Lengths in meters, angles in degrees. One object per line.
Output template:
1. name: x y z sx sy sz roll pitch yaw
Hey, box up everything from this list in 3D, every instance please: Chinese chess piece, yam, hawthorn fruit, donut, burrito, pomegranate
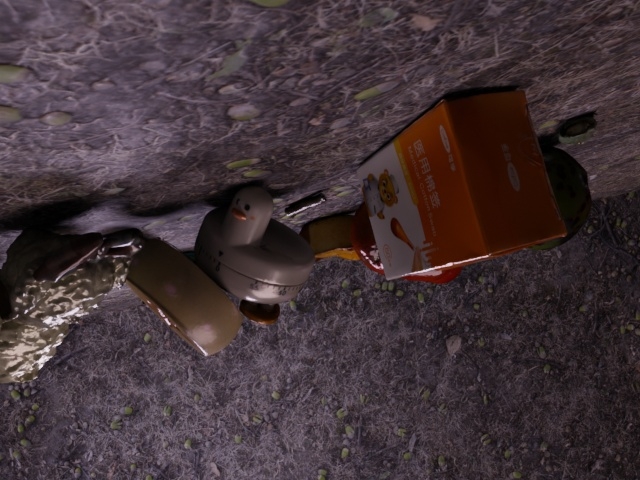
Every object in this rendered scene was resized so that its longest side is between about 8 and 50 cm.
1. Chinese chess piece: -0.263 0.108 1.111 0.097 0.251 0.251 -47 -174 -20
2. yam: -0.027 -0.078 1.281 0.033 0.027 0.129 30 149 -33
3. hawthorn fruit: 0.172 -0.003 1.504 0.207 0.207 0.243 -13 165 -5
4. donut: 0.000 0.000 1.672 0.151 0.112 0.295 1 166 -44
5. burrito: 0.503 -0.212 1.156 0.074 0.044 0.118 -20 168 18
6. pomegranate: 0.440 -0.106 1.318 0.305 0.242 0.242 16 -177 18

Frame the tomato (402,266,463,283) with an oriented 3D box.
1. tomato: 0.276 0.006 1.725 0.298 0.226 0.298 10 -178 0

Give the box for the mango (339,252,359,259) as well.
1. mango: 0.083 0.008 1.840 0.144 0.112 0.219 13 -172 25

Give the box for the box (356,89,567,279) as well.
1. box: 0.204 -0.071 0.944 0.143 0.225 0.341 -14 175 -18

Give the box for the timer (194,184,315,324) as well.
1. timer: -0.119 0.005 1.125 0.233 0.240 0.233 22 -162 -8

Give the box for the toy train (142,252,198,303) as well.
1. toy train: -0.428 0.100 1.668 0.203 0.112 0.163 -8 166 -44

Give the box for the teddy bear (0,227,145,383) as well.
1. teddy bear: -0.508 0.041 1.006 0.327 0.375 0.362 -4 127 -58
